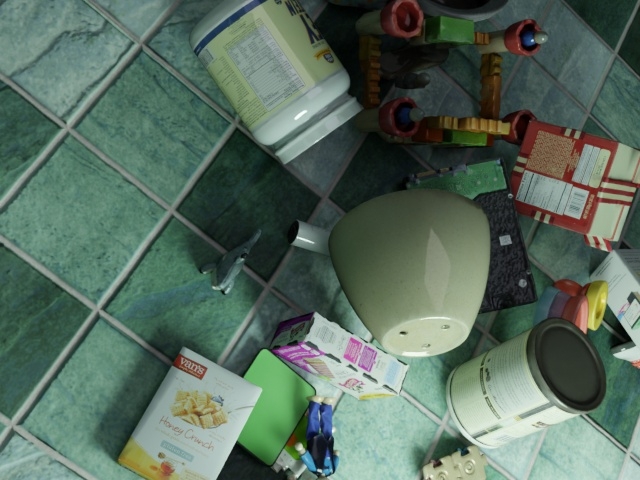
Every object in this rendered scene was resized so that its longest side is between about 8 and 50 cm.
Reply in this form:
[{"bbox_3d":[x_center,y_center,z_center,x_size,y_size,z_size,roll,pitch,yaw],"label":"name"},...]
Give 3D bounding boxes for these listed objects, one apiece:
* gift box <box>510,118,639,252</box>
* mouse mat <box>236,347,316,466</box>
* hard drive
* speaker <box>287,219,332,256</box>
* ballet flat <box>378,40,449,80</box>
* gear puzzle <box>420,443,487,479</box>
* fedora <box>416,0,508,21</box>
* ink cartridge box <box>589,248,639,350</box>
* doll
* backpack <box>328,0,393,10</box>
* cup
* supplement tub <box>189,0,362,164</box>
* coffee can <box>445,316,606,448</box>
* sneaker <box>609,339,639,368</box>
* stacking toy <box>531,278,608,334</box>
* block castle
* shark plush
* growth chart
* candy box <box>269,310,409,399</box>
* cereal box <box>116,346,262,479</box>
[{"bbox_3d":[0.611,-0.123,2.040,0.258,0.276,0.255,3,111,-56],"label":"gift box"},{"bbox_3d":[-0.104,0.321,1.698,0.153,0.007,0.189,42,58,-13],"label":"mouse mat"},{"bbox_3d":[0.332,-0.002,1.969,0.237,0.064,0.338,-12,81,-1],"label":"hard drive"},{"bbox_3d":[0.000,0.000,1.844,0.136,0.055,0.055,17,68,-25],"label":"speaker"},{"bbox_3d":[0.214,-0.430,2.095,0.250,0.058,0.084,-28,75,-38],"label":"ballet flat"},{"bbox_3d":[0.313,0.614,1.859,0.176,0.044,0.338,-13,85,-33],"label":"gear puzzle"},{"bbox_3d":[0.313,-0.606,2.138,0.276,0.124,0.243,1,67,-10],"label":"fedora"},{"bbox_3d":[0.836,0.158,2.170,0.201,0.117,0.278,0,47,-30],"label":"ink cartridge box"},{"bbox_3d":[-0.002,0.399,1.701,0.129,0.046,0.188,19,63,-48],"label":"doll"},{"bbox_3d":[0.091,-0.623,2.009,0.189,0.144,0.165,3,75,5],"label":"backpack"},{"bbox_3d":[0.189,0.089,1.730,0.331,0.331,0.236,14,51,-26],"label":"cup"},{"bbox_3d":[-0.087,-0.343,1.787,0.235,0.235,0.324,-39,97,-32],"label":"supplement tub"},{"bbox_3d":[0.427,0.305,1.847,0.202,0.275,0.201,18,55,-27],"label":"coffee can"},{"bbox_3d":[0.854,0.315,2.218,0.270,0.090,0.144,-2,75,-33],"label":"sneaker"},{"bbox_3d":[0.552,0.226,2.039,0.309,0.130,0.279,-8,108,-59],"label":"stacking toy"},{"bbox_3d":[0.305,-0.364,1.974,0.453,0.213,0.302,-1,94,-35],"label":"block castle"},{"bbox_3d":[-0.161,0.045,1.733,0.161,0.067,0.073,-38,96,-32],"label":"shark plush"},{"bbox_3d":[-0.088,0.353,1.715,0.237,0.021,0.172,43,59,-13],"label":"growth chart"},{"bbox_3d":[0.035,0.233,1.737,0.233,0.159,0.071,30,65,-18],"label":"candy box"},{"bbox_3d":[-0.235,0.337,1.598,0.173,0.047,0.240,28,63,-2],"label":"cereal box"}]
